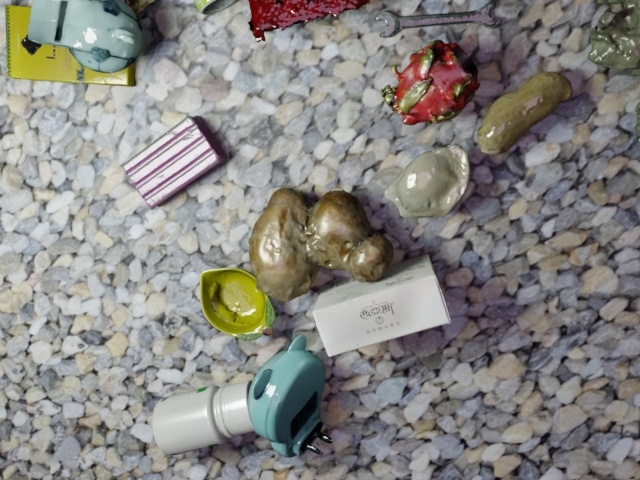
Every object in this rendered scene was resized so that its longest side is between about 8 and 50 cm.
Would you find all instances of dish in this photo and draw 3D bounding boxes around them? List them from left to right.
[{"bbox_3d":[-0.184,0.136,1.295,0.207,0.080,0.149,44,99,-3],"label":"dish"}]

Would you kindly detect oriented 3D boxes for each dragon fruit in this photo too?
[{"bbox_3d":[-0.002,-0.563,1.115,0.343,0.100,0.282,-14,99,6],"label":"dragon fruit"},{"bbox_3d":[0.214,-0.305,1.121,0.172,0.160,0.166,-41,137,16],"label":"dragon fruit"}]

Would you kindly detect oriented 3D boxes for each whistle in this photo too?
[{"bbox_3d":[-0.458,-0.422,1.150,0.289,0.163,0.164,22,107,39],"label":"whistle"}]

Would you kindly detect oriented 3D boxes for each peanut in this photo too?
[{"bbox_3d":[0.403,-0.259,1.141,0.214,0.099,0.099,-34,96,14],"label":"peanut"}]

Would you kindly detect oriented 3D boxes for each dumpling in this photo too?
[{"bbox_3d":[0.229,-0.114,1.183,0.199,0.118,0.136,-28,96,33],"label":"dumpling"}]

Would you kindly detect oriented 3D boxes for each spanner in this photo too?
[{"bbox_3d":[0.239,-0.449,1.157,0.254,0.015,0.054,-2,100,7],"label":"spanner"}]

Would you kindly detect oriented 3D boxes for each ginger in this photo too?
[{"bbox_3d":[0.000,0.000,1.199,0.303,0.155,0.245,-9,73,17],"label":"ginger"}]

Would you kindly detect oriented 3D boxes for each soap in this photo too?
[{"bbox_3d":[-0.321,-0.172,1.250,0.203,0.065,0.122,-32,97,11],"label":"soap"}]

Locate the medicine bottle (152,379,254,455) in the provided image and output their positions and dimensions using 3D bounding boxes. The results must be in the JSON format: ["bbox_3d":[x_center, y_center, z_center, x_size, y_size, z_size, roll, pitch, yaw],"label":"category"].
[{"bbox_3d":[-0.259,0.411,1.333,0.236,0.139,0.139,-17,100,8],"label":"medicine bottle"}]

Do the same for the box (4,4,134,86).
[{"bbox_3d":[-0.544,-0.421,1.233,0.278,0.041,0.153,5,102,5],"label":"box"}]

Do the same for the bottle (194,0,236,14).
[{"bbox_3d":[-0.273,-0.629,1.134,0.093,0.093,0.330,-23,99,10],"label":"bottle"}]

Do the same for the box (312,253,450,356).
[{"bbox_3d":[0.127,0.131,1.201,0.260,0.194,0.111,-16,100,10],"label":"box"}]

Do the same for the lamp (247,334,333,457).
[{"bbox_3d":[-0.069,0.365,1.276,0.147,0.209,0.284,3,122,42],"label":"lamp"}]

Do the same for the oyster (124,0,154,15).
[{"bbox_3d":[-0.369,-0.586,1.171,0.132,0.072,0.209,-19,82,25],"label":"oyster"}]

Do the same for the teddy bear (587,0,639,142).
[{"bbox_3d":[0.675,-0.345,1.062,0.357,0.224,0.368,3,117,4],"label":"teddy bear"}]
